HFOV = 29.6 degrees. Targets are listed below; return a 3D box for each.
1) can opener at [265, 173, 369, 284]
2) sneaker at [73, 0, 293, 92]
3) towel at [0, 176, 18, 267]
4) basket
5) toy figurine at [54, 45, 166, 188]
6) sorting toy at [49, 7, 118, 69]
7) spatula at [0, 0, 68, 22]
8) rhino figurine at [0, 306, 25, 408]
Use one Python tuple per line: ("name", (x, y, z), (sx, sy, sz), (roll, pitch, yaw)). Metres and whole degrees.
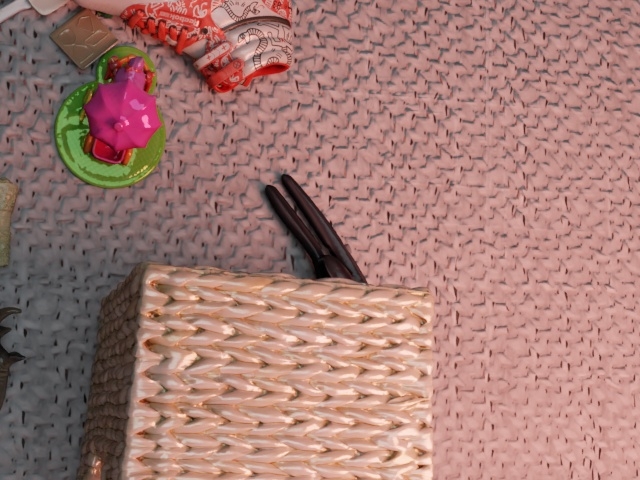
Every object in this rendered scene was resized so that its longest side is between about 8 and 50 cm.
("can opener", (0.000, 0.000, 1.460), (0.059, 0.073, 0.186), (-27, 81, -26))
("sneaker", (-0.155, -0.247, 1.408), (0.270, 0.090, 0.145), (-6, 85, -25))
("towel", (-0.415, -0.024, 1.343), (0.148, 0.027, 0.110), (7, 84, -17))
("basket", (-0.080, 0.183, 1.279), (0.331, 0.328, 0.266), (5, 79, -17))
("toy figurine", (-0.216, -0.153, 1.350), (0.130, 0.159, 0.173), (18, 79, -16))
("sorting toy", (-0.265, -0.243, 1.415), (0.083, 0.012, 0.062), (-42, 82, -16))
("spatula", (-0.399, -0.302, 1.379), (0.242, 0.019, 0.168), (-36, 97, -18))
("rhino figurine", (-0.402, 0.169, 1.305), (0.106, 0.073, 0.243), (39, 73, -7))
